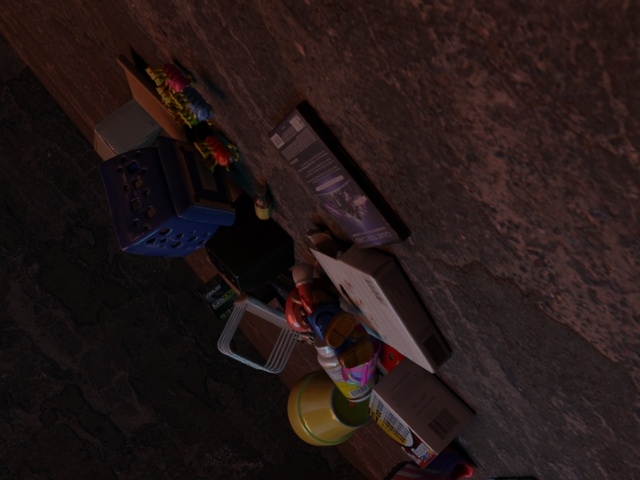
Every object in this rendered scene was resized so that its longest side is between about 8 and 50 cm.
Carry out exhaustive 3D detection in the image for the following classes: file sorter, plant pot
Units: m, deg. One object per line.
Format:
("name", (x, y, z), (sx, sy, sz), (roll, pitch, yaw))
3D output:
("file sorter", (-0.188, 0.288, 2.025), (0.192, 0.173, 0.277), (27, 167, -10))
("plant pot", (-0.191, 0.023, 1.742), (0.187, 0.167, 0.188), (44, 164, 15))
("plant pot", (-0.347, -0.108, 1.598), (0.236, 0.212, 0.236), (9, -121, -61))
("plant pot", (0.052, 0.545, 2.223), (0.254, 0.254, 0.239), (50, 148, -5))

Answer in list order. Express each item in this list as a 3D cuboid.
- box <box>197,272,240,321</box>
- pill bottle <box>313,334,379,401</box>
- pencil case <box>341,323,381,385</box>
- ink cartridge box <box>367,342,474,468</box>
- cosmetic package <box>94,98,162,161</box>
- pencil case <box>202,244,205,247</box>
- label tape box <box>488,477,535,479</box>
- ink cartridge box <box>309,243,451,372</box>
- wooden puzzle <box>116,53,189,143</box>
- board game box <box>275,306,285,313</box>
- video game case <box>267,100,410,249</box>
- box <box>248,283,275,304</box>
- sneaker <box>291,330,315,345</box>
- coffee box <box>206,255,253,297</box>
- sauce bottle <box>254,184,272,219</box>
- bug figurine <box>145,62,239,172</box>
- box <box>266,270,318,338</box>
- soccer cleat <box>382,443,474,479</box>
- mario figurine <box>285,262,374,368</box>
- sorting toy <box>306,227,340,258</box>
("box", (-0.327, 0.177, 2.406), (0.045, 0.190, 0.184), (40, 162, 33))
("pill bottle", (0.070, 0.345, 1.896), (0.215, 0.117, 0.117), (56, 162, -25))
("pencil case", (0.101, 0.297, 1.710), (0.104, 0.104, 0.236), (42, 161, 20))
("ink cartridge box", (0.208, 0.398, 1.642), (0.272, 0.130, 0.309), (44, 164, 19))
("cosmetic package", (-0.576, -0.303, 1.997), (0.113, 0.160, 0.309), (51, 163, -8))
("pencil case", (-0.426, -0.112, 2.113), (0.133, 0.119, 0.306), (7, 142, 30))
("label tape box", (0.501, 0.687, 1.593), (0.240, 0.106, 0.334), (45, 163, 12))
("ink cartridge box", (0.119, 0.121, 1.359), (0.275, 0.060, 0.239), (56, 165, -28))
("wooden puzzle", (-0.402, -0.340, 1.684), (0.221, 0.044, 0.239), (45, 168, 9))
("board game box", (-0.122, 0.295, 2.453), (0.090, 0.020, 0.090), (33, 160, 41))
("video game case", (0.024, -0.100, 1.154), (0.274, 0.026, 0.196), (50, 164, -8))
("box", (-0.210, 0.076, 2.030), (0.244, 0.100, 0.060), (56, 163, -23))
("sneaker", (-0.016, 0.287, 2.093), (0.169, 0.071, 0.068), (13, 147, 37))
("coffee box", (-0.263, 0.114, 2.255), (0.246, 0.098, 0.141), (49, 164, -3))
("sauce bottle", (-0.132, -0.090, 1.555), (0.042, 0.042, 0.128), (44, 161, 15))
("bug figurine", (-0.267, -0.269, 1.432), (0.216, 0.072, 0.279), (49, 170, 19))
("box", (-0.064, 0.187, 1.980), (0.183, 0.059, 0.233), (28, 155, 48))
("soccer cleat", (0.268, 0.627, 1.745), (0.116, 0.318, 0.109), (29, 123, 40))
("mario figurine", (0.029, 0.160, 1.564), (0.320, 0.170, 0.198), (-143, 54, -64))
("sorting toy", (0.000, 0.000, 1.424), (0.083, 0.045, 0.075), (55, 171, -26))
